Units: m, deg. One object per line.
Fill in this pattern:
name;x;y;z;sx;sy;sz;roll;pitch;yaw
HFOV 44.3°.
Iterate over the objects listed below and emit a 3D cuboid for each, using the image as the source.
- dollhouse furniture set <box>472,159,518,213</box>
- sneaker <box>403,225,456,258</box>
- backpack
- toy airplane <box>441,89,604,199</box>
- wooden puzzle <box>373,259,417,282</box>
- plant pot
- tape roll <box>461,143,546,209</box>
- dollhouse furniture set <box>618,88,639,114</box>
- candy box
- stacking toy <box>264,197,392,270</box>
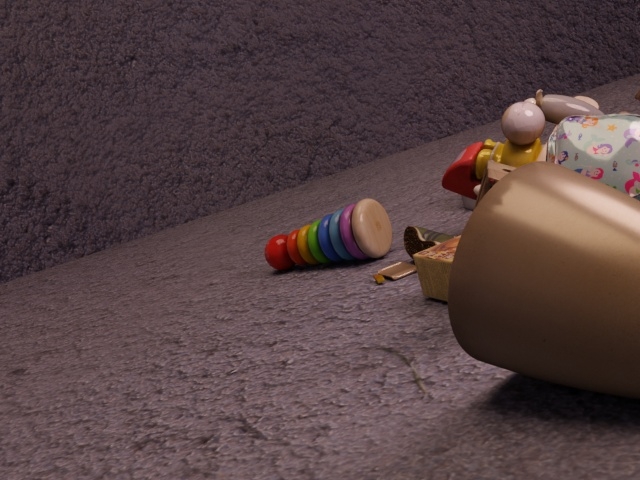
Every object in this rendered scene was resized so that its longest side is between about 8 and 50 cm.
dollhouse furniture set;0.322;-0.025;1.172;0.184;0.129;0.129;15;20;7
sneaker;0.240;0.015;1.615;0.086;0.064;0.192;4;11;-15
backpack;0.511;-0.102;1.334;0.254;0.225;0.191;3;-23;22
toy airplane;0.462;-0.160;1.603;0.385;0.272;0.386;-26;28;2
wooden puzzle;0.160;0.064;1.618;0.116;0.014;0.078;-18;15;-13
plant pot;0.327;0.064;0.854;0.257;0.256;0.274;-23;28;-32
tape roll;0.502;-0.169;2.060;0.286;0.100;0.286;-16;11;3
dollhouse furniture set;0.934;-0.413;1.944;0.303;0.173;0.355;-27;-22;-16
candy box;0.315;0.044;1.288;0.183;0.087;0.316;-21;12;-22
stacking toy;0.000;0.000;1.880;0.330;0.141;0.141;-13;11;34
